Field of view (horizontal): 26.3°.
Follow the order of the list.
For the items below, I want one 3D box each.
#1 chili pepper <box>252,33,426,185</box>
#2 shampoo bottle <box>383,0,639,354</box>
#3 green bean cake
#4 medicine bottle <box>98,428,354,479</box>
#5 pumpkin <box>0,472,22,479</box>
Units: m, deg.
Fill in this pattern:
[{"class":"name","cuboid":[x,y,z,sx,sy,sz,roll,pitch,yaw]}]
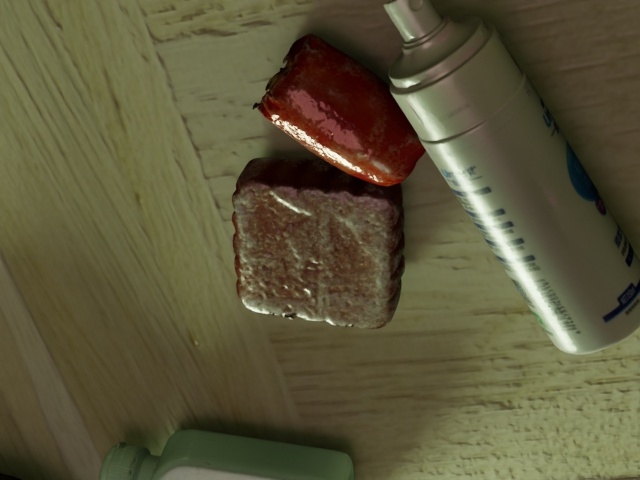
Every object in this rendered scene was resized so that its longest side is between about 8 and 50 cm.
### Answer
[{"class":"chili pepper","cuboid":[0.021,-0.093,1.011,0.123,0.073,0.070,35,118,-12]},{"class":"shampoo bottle","cuboid":[0.137,-0.056,0.994,0.092,0.092,0.303,-24,114,27]},{"class":"green bean cake","cuboid":[0.000,0.000,1.089,0.135,0.056,0.135,7,123,10]},{"class":"medicine bottle","cuboid":[-0.086,0.234,1.254,0.229,0.083,0.121,8,127,11]},{"class":"pumpkin","cuboid":[-0.336,0.357,1.338,0.260,0.189,0.260,8,126,11]}]
